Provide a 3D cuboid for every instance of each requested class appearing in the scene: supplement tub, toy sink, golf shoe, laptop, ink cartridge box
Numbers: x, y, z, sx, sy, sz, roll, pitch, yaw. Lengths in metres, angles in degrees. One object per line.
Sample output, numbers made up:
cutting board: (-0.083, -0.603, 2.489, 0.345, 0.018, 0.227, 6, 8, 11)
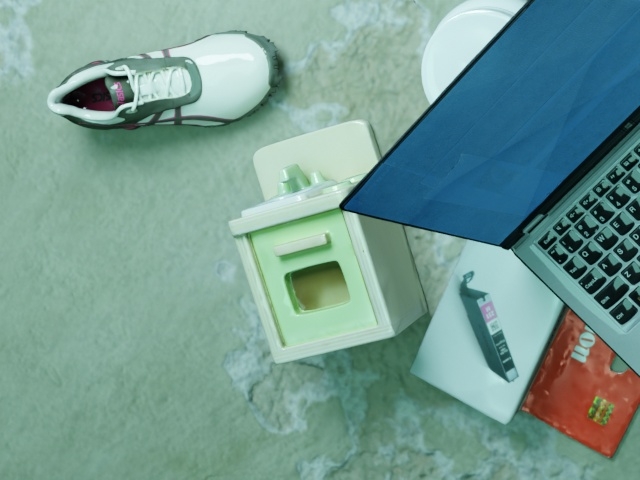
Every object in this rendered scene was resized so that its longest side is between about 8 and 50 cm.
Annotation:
supplement tub: (0.190, -0.180, 1.647, 0.144, 0.199, 0.144, 5, 104, 22)
toy sink: (0.000, 0.000, 1.804, 0.152, 0.131, 0.234, -14, 95, 24)
golf shoe: (-0.177, -0.169, 1.848, 0.272, 0.120, 0.105, -10, 96, 23)
laptop: (0.313, -0.045, 1.531, 0.408, 0.236, 0.382, 45, 119, 3)
ink cartridge box: (0.256, 0.078, 1.757, 0.239, 0.060, 0.275, 28, 111, 16)
